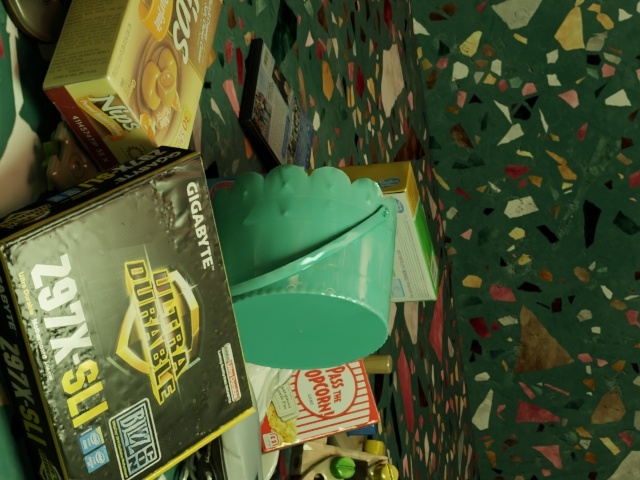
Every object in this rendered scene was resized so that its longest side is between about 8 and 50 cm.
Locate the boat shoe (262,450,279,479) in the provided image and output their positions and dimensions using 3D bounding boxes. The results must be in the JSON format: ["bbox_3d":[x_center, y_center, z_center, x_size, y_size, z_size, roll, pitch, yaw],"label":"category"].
[{"bbox_3d":[-0.091,0.303,1.918,0.063,0.066,0.184,62,19,-53],"label":"boat shoe"}]

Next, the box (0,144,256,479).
[{"bbox_3d":[-0.209,0.094,1.294,0.257,0.079,0.322,-28,118,-38],"label":"box"}]

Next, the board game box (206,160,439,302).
[{"bbox_3d":[0.000,0.000,1.827,0.242,0.316,0.064,71,21,-45],"label":"board game box"}]

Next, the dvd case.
[{"bbox_3d":[-0.072,-0.201,2.120,0.253,0.022,0.180,57,32,-51],"label":"dvd case"}]

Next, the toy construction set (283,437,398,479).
[{"bbox_3d":[0.023,0.373,2.018,0.309,0.257,0.237,110,-20,-72],"label":"toy construction set"}]

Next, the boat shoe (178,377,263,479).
[{"bbox_3d":[-0.136,0.308,1.664,0.113,0.104,0.306,-71,158,-61],"label":"boat shoe"}]

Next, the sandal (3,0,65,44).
[{"bbox_3d":[-0.301,-0.302,1.288,0.090,0.060,0.219,-73,160,-51],"label":"sandal"}]

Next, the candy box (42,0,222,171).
[{"bbox_3d":[-0.207,-0.234,1.422,0.183,0.087,0.316,62,28,-47],"label":"candy box"}]

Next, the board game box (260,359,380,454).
[{"bbox_3d":[-0.021,0.234,1.880,0.045,0.193,0.147,131,-56,-66],"label":"board game box"}]

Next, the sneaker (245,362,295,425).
[{"bbox_3d":[-0.121,0.216,1.792,0.232,0.115,0.090,-56,179,-33],"label":"sneaker"}]

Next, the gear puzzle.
[{"bbox_3d":[-0.266,-0.083,1.403,0.175,0.044,0.339,53,34,-51],"label":"gear puzzle"}]

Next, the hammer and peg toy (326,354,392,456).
[{"bbox_3d":[0.033,0.255,2.227,0.361,0.127,0.266,64,28,-57],"label":"hammer and peg toy"}]

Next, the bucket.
[{"bbox_3d":[-0.029,0.044,1.650,0.281,0.281,0.183,61,24,-56],"label":"bucket"}]
